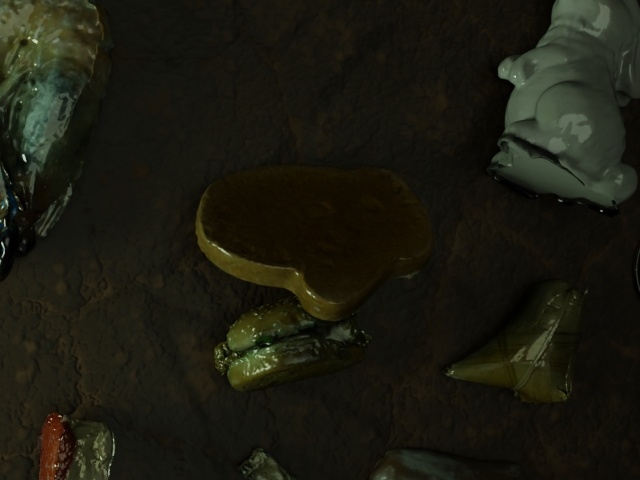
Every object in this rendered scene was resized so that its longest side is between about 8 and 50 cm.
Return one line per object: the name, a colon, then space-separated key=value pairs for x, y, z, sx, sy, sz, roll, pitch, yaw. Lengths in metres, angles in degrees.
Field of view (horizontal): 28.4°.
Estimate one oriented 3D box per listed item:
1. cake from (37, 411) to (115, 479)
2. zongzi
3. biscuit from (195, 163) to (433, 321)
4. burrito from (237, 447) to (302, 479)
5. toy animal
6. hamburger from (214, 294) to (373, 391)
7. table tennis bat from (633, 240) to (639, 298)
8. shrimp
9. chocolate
cake: x=-0.325 y=0.335 z=1.701 sx=0.086 sy=0.116 sz=0.220 roll=4 pitch=58 yaw=-23
zongzi: x=0.297 y=0.143 z=1.923 sx=0.197 sy=0.099 sz=0.194 roll=13 pitch=86 yaw=-7
biscuit: x=0.000 y=0.001 z=1.778 sx=0.344 sy=0.057 sz=0.287 roll=-4 pitch=45 yaw=-18
burrito: x=-0.044 y=0.369 z=1.854 sx=0.171 sy=0.042 sz=0.051 roll=39 pitch=77 yaw=-8
toy animal: x=0.400 y=-0.234 z=1.915 sx=0.258 sy=0.194 sz=0.357 roll=29 pitch=74 yaw=-3
hamburger: x=-0.044 y=0.140 z=1.786 sx=0.215 sy=0.189 sz=0.122 roll=-13 pitch=83 yaw=-13
table tennis bat: x=0.568 y=0.083 z=2.030 sx=0.130 sy=0.019 sz=0.220 roll=-9 pitch=90 yaw=-14
shrimp: x=-0.415 y=-0.160 z=1.736 sx=0.221 sy=0.110 sz=0.445 roll=11 pitch=83 yaw=-9
chocolate: x=0.196 y=0.400 z=1.895 sx=0.254 sy=0.080 sz=0.157 roll=10 pitch=87 yaw=-14
